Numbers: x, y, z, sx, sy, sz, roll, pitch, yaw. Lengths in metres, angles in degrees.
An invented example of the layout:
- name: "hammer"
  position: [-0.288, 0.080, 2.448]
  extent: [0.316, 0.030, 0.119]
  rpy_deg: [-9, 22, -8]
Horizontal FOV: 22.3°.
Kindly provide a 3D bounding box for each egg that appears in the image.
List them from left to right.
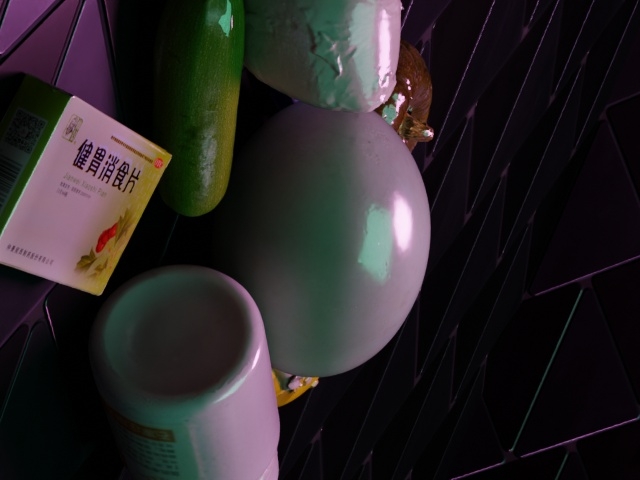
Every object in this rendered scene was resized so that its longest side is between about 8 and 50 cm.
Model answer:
- name: "egg"
  position: [0.000, 0.000, 2.050]
  extent: [0.276, 0.276, 0.389]
  rpy_deg: [-42, 145, -47]

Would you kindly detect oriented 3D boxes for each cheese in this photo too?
- name: "cheese"
  position: [-0.002, -0.250, 1.758]
  extent: [0.154, 0.198, 0.189]
  rpy_deg: [-45, 147, -34]

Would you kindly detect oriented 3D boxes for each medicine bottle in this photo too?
- name: "medicine bottle"
  position: [-0.158, 0.208, 2.009]
  extent: [0.211, 0.211, 0.371]
  rpy_deg: [-54, 159, -27]

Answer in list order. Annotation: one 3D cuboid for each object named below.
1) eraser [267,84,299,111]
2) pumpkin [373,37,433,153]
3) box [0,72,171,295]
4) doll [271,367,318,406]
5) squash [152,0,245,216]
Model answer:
- name: "eraser"
  position: [-0.029, -0.268, 1.990]
  extent: [0.144, 0.042, 0.312]
  rpy_deg: [-59, 160, -15]
- name: "pumpkin"
  position: [0.077, -0.167, 2.213]
  extent: [0.219, 0.162, 0.219]
  rpy_deg: [-56, 163, -28]
- name: "box"
  position: [-0.259, -0.049, 1.649]
  extent: [0.175, 0.062, 0.260]
  rpy_deg: [-63, 160, -2]
- name: "doll"
  position: [-0.038, 0.149, 2.401]
  extent: [0.237, 0.111, 0.252]
  rpy_deg: [-40, 154, -18]
- name: "squash"
  position: [-0.135, -0.167, 1.767]
  extent: [0.101, 0.101, 0.379]
  rpy_deg: [-47, 158, -40]
